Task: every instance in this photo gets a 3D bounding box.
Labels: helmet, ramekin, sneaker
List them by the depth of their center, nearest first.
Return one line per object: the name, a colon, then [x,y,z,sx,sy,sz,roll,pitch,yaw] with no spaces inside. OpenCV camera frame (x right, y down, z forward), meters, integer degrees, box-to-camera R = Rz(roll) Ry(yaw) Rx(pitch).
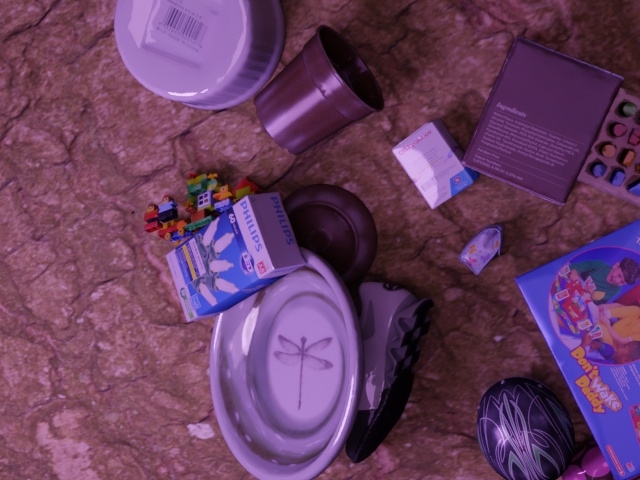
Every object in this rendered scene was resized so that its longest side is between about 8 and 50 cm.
helmet: [0.334,0.314,1.320,0.169,0.161,0.169,-12,60,23]
ramekin: [-0.211,-0.360,1.365,0.277,0.135,0.277,3,100,14]
sneaker: [0.083,0.224,1.411,0.146,0.122,0.330,24,106,28]

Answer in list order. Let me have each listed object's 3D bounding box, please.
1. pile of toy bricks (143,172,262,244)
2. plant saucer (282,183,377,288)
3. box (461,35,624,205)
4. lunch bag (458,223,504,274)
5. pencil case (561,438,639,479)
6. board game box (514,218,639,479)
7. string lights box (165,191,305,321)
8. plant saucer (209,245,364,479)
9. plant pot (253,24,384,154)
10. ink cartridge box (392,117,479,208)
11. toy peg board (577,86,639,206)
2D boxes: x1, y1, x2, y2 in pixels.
pile of toy bricks: [-0.217,-0.075,1.442,0.212,0.118,0.105,-18,62,25]
plant saucer: [0.000,0.000,1.424,0.199,0.036,0.198,2,99,15]
box: [0.336,-0.182,1.236,0.167,0.168,0.203,25,105,10]
lunch bag: [0.274,0.010,1.336,0.053,0.071,0.083,40,106,7]
pencil case: [0.504,0.356,1.330,0.209,0.095,0.098,-41,112,19]
board game box: [0.490,0.165,1.256,0.233,0.078,0.347,-28,76,17]
string lights box: [-0.151,0.032,1.380,0.260,0.077,0.133,-32,74,42]
plant saucer: [-0.042,0.210,1.379,0.400,0.101,0.400,-11,76,48]
plant pot: [-0.011,-0.237,1.328,0.165,0.167,0.167,-33,90,24]
ink cartridge box: [0.190,-0.129,1.335,0.088,0.052,0.122,-34,91,31]
toy peg board: [0.501,-0.136,1.249,0.161,0.079,0.160,24,104,10]
